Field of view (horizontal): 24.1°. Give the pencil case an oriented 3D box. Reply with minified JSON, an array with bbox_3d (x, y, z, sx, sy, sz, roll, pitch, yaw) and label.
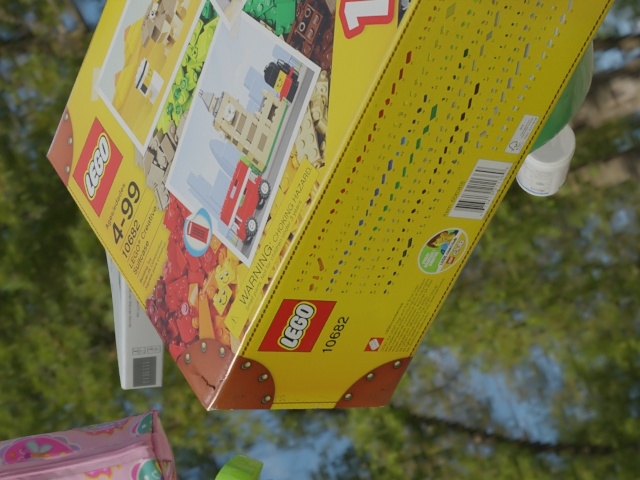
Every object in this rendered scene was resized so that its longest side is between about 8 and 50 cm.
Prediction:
[{"bbox_3d":[-0.290,0.255,1.533,0.124,0.284,0.124,170,90,-84],"label":"pencil case"}]

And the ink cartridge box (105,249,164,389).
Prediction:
[{"bbox_3d":[-0.241,0.020,1.928,0.275,0.060,0.239,100,163,-52],"label":"ink cartridge box"}]

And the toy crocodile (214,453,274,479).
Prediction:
[{"bbox_3d":[-0.019,0.358,1.904,0.340,0.115,0.105,29,-100,-43],"label":"toy crocodile"}]

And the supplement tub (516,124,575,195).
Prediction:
[{"bbox_3d":[0.289,-0.107,1.927,0.107,0.071,0.071,85,173,-68],"label":"supplement tub"}]

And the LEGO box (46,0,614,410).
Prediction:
[{"bbox_3d":[-0.002,-0.166,1.240,0.193,0.500,0.372,4,-146,-38],"label":"LEGO box"}]

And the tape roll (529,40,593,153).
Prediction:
[{"bbox_3d":[0.155,-0.224,1.743,0.077,0.321,0.321,72,-168,-52],"label":"tape roll"}]
